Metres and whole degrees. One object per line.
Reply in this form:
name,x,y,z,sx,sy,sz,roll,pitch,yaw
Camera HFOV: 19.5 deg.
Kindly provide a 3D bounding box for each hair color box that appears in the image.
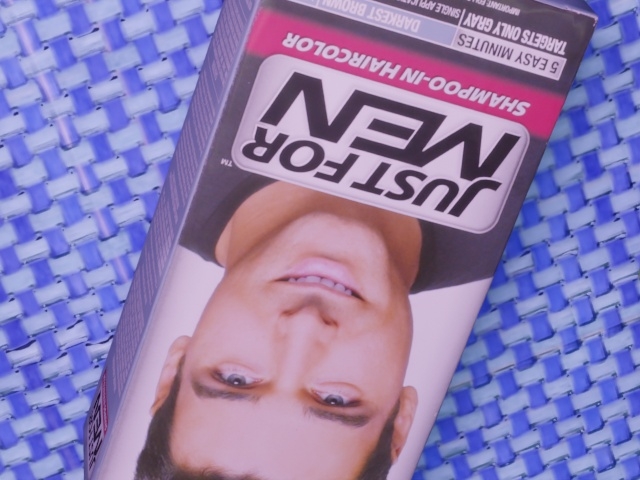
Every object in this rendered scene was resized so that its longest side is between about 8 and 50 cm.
hair color box,0.000,0.000,1.093,0.185,0.114,0.375,15,112,-14

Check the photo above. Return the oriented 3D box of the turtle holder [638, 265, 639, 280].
turtle holder,0.360,-0.039,1.107,0.227,0.243,0.320,26,65,-33
